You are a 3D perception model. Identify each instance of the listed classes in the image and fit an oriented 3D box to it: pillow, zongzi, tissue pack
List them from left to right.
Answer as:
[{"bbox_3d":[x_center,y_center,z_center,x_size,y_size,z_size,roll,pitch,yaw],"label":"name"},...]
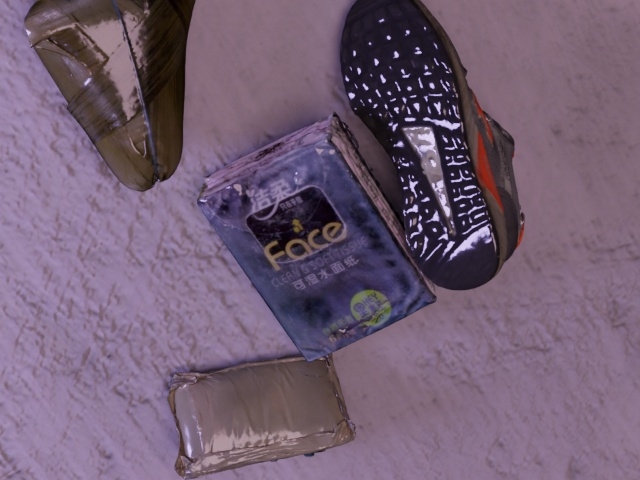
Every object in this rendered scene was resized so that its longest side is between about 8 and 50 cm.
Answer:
[{"bbox_3d":[-0.153,-0.193,1.553,0.242,0.112,0.221,-32,110,-7],"label":"zongzi"},{"bbox_3d":[-0.070,0.191,1.699,0.208,0.053,0.119,-9,75,-14],"label":"pillow"},{"bbox_3d":[0.000,0.000,1.646,0.173,0.073,0.235,-25,114,18],"label":"tissue pack"}]

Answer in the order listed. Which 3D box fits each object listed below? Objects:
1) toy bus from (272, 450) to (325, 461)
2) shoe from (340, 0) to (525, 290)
[{"bbox_3d":[-0.037,0.229,1.744,0.083,0.037,0.031,-5,107,-14],"label":"toy bus"},{"bbox_3d":[0.144,-0.119,1.654,0.132,0.171,0.337,-22,86,34],"label":"shoe"}]
